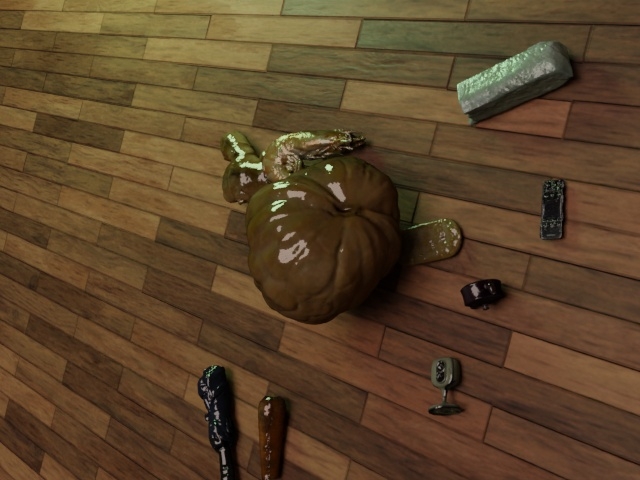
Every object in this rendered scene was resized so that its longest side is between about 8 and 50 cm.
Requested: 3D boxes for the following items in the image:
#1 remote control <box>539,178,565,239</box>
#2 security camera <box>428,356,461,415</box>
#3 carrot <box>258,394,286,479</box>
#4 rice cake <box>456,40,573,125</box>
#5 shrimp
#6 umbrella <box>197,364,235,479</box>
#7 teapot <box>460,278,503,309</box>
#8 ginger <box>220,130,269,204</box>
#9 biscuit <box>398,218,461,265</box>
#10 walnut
[{"bbox_3d":[0.365,-0.048,1.322,0.039,0.014,0.096,-4,77,43],"label":"remote control"},{"bbox_3d":[0.203,0.238,1.393,0.058,0.058,0.092,-22,58,38],"label":"security camera"},{"bbox_3d":[-0.095,0.383,1.642,0.055,0.055,0.162,0,89,43],"label":"carrot"},{"bbox_3d":[0.312,-0.259,1.382,0.206,0.063,0.069,-19,67,39],"label":"rice cake"},{"bbox_3d":[-0.014,-0.160,1.647,0.236,0.053,0.133,-7,59,26],"label":"shrimp"},{"bbox_3d":[-0.211,0.382,1.741,0.071,0.071,0.248,-20,72,39],"label":"umbrella"},{"bbox_3d":[0.260,0.091,1.358,0.100,0.067,0.045,120,142,-66],"label":"teapot"},{"bbox_3d":[-0.124,-0.131,1.761,0.333,0.081,0.148,26,78,41],"label":"ginger"},{"bbox_3d":[0.186,0.004,1.476,0.147,0.018,0.071,-14,71,40],"label":"biscuit"},{"bbox_3d":[0.000,0.000,1.478,0.285,0.285,0.296,-13,47,41],"label":"walnut"}]
